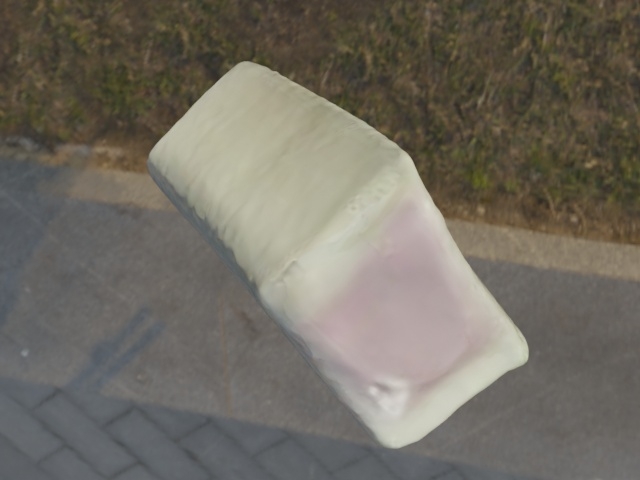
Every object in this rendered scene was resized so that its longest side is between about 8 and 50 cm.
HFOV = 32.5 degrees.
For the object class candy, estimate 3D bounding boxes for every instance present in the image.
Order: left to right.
[{"bbox_3d":[-0.003,-0.001,0.882,0.145,0.359,0.208,-39,120,-5],"label":"candy"}]
